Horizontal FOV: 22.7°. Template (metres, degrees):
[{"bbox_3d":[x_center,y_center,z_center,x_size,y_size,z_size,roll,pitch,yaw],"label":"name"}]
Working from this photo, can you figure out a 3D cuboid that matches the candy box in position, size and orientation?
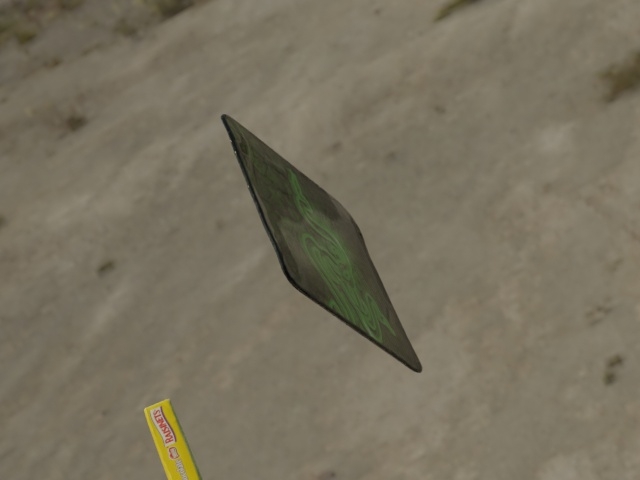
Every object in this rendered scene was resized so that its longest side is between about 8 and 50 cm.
[{"bbox_3d":[-0.088,0.224,1.229,0.027,0.206,0.105,-20,45,-6],"label":"candy box"}]

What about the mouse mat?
[{"bbox_3d":[0.000,0.000,1.108,0.007,0.152,0.190,-39,42,16],"label":"mouse mat"}]
